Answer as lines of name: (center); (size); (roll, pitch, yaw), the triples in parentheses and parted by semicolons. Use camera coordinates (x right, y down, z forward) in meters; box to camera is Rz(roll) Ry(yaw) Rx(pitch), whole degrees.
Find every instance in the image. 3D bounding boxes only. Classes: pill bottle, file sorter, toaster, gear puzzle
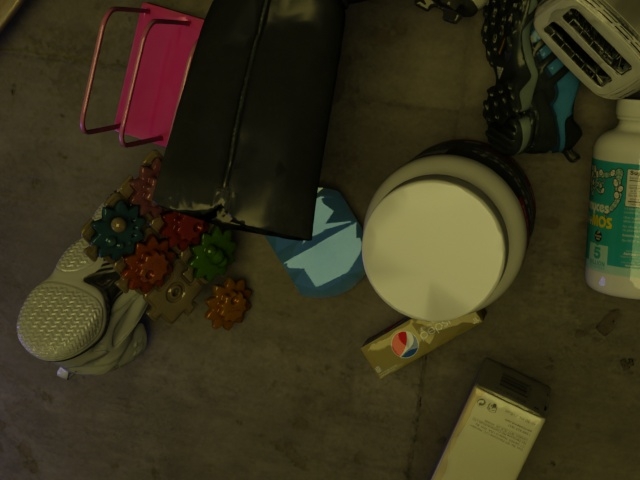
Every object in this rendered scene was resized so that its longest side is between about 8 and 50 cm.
pill bottle: (0.171, -0.016, 1.517); (0.210, 0.363, 0.210); (2, 101, 13)
file sorter: (-0.174, -0.207, 1.659); (0.290, 0.182, 0.202); (18, 104, 10)
toaster: (0.378, -0.294, 1.498); (0.227, 0.146, 0.129); (44, 150, -10)
gear puzzle: (-0.197, 0.036, 1.666); (0.044, 0.339, 0.175); (28, 72, 43)
pill bottle: (0.439, -0.060, 1.561); (0.146, 0.146, 0.264); (4, 100, 13)

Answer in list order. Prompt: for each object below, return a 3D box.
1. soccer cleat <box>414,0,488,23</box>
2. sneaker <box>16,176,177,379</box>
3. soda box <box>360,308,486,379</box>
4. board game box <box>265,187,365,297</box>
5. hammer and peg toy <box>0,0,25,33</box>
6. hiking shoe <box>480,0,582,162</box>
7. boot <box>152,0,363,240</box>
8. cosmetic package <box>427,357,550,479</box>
soccer cleat: (0.102, -0.429, 1.606); (0.331, 0.116, 0.143); (30, 83, 8)
sneaker: (-0.301, 0.059, 1.762); (0.137, 0.210, 0.366); (35, 70, 15)
soda box: (0.153, 0.133, 1.705); (0.181, 0.061, 0.058); (-32, 91, 16)
board game box: (0.000, 0.000, 1.735); (0.133, 0.033, 0.169); (-30, 97, 11)
hammer and peg toy: (-0.594, -0.373, 1.758); (0.266, 0.127, 0.361); (42, 106, 1)
hiking shoe: (0.301, -0.264, 1.594); (0.132, 0.113, 0.304); (4, 91, -24)
boot: (0.009, -0.213, 1.451); (0.367, 0.146, 0.445); (12, 80, 18)
cosmetic package: (0.220, 0.344, 1.678); (0.113, 0.160, 0.309); (26, 103, 9)
